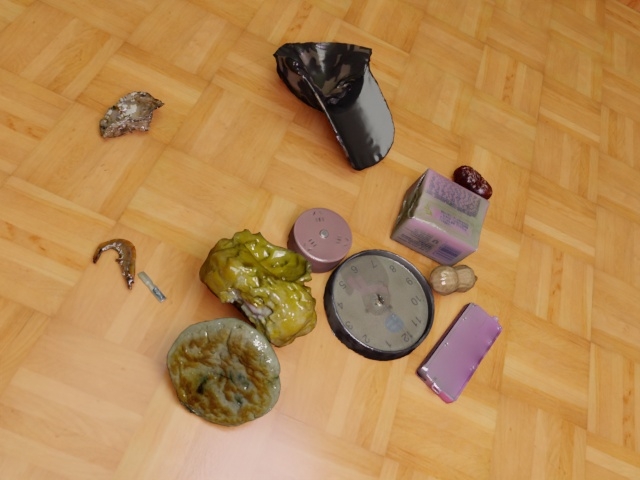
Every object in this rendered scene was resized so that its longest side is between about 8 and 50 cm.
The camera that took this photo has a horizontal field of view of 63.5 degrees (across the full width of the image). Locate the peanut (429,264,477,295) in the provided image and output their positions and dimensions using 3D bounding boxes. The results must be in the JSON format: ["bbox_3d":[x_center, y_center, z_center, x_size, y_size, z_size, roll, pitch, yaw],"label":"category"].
[{"bbox_3d":[0.338,0.099,1.311,0.187,0.082,0.082,-2,63,-41],"label":"peanut"}]

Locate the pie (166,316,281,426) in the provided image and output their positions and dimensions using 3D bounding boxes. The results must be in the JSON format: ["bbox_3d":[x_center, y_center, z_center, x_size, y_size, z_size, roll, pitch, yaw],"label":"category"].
[{"bbox_3d":[-0.186,0.255,0.998,0.241,0.240,0.054,36,21,2],"label":"pie"}]

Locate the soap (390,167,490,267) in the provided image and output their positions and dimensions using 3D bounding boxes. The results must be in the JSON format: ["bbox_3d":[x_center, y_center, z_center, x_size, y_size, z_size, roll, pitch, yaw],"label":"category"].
[{"bbox_3d":[0.315,-0.058,1.370,0.200,0.138,0.182,27,59,-5],"label":"soap"}]

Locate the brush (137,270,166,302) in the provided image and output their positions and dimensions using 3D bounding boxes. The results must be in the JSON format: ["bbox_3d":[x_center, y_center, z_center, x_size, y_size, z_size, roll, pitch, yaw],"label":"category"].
[{"bbox_3d":[-0.367,0.099,1.127,0.016,0.013,0.083,-37,79,-29],"label":"brush"}]

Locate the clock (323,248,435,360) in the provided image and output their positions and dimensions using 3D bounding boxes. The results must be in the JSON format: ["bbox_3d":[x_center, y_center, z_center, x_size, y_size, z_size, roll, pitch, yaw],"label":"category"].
[{"bbox_3d":[0.147,0.151,1.253,0.281,0.055,0.280,8,61,-15],"label":"clock"}]

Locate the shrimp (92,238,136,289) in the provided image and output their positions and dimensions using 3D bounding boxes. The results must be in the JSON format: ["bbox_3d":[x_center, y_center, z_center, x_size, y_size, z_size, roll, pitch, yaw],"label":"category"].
[{"bbox_3d":[-0.439,0.053,1.118,0.091,0.025,0.127,-13,64,-24],"label":"shrimp"}]

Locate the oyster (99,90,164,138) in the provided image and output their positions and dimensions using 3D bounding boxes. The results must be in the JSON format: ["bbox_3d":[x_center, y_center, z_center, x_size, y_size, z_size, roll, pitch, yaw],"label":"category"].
[{"bbox_3d":[-0.470,-0.306,1.278,0.106,0.056,0.177,28,57,10],"label":"oyster"}]

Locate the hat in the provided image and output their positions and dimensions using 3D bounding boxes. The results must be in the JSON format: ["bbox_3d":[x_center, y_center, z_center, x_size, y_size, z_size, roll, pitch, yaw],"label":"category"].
[{"bbox_3d":[0.029,-0.384,1.461,0.366,0.257,0.381,-21,108,-43],"label":"hat"}]

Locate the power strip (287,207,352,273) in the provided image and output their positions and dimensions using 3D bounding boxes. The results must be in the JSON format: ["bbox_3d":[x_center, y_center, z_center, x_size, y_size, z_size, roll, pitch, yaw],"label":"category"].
[{"bbox_3d":[0.000,0.000,1.267,0.154,0.078,0.154,8,61,-15],"label":"power strip"}]

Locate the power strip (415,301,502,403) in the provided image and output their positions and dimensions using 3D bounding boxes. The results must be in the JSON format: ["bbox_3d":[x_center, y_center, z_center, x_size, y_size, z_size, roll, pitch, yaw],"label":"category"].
[{"bbox_3d":[0.344,0.269,1.269,0.109,0.037,0.279,43,59,6],"label":"power strip"}]

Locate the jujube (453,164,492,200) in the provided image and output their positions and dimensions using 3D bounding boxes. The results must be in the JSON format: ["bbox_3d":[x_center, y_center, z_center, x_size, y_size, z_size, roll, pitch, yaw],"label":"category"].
[{"bbox_3d":[0.439,-0.162,1.504,0.077,0.077,0.129,-34,77,-30],"label":"jujube"}]

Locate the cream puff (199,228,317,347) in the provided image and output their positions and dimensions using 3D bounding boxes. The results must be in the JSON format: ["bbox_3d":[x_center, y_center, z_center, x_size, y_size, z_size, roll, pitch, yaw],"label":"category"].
[{"bbox_3d":[-0.110,0.086,1.068,0.282,0.282,0.185,43,79,6],"label":"cream puff"}]
